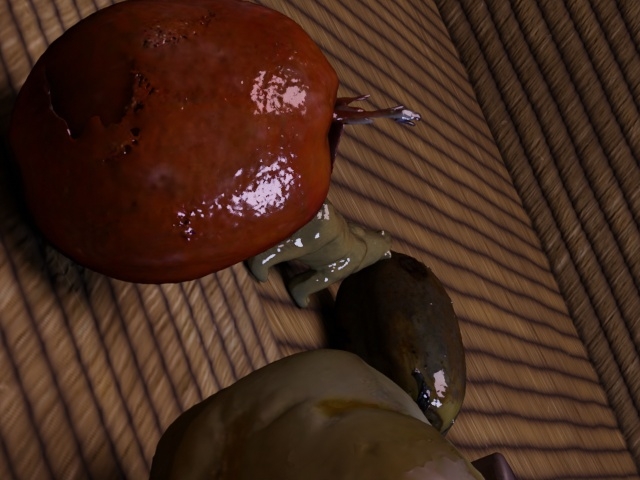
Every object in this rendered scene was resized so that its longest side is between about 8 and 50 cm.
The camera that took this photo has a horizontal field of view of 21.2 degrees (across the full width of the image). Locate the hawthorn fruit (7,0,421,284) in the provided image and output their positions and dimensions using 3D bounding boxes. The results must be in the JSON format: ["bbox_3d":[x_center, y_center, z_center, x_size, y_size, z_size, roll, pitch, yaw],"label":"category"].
[{"bbox_3d":[-0.071,-0.078,1.228,0.211,0.299,0.211,174,-90,-83],"label":"hawthorn fruit"}]

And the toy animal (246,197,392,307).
[{"bbox_3d":[0.000,0.000,1.721,0.219,0.101,0.103,38,28,-61],"label":"toy animal"}]

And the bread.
[{"bbox_3d":[0.006,0.222,0.998,0.300,0.210,0.341,60,-14,-1],"label":"bread"}]

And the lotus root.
[{"bbox_3d":[0.083,0.112,1.780,0.123,0.124,0.241,41,28,-37],"label":"lotus root"}]

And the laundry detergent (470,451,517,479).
[{"bbox_3d":[0.232,0.358,2.008,0.237,0.076,0.171,57,16,-30],"label":"laundry detergent"}]
